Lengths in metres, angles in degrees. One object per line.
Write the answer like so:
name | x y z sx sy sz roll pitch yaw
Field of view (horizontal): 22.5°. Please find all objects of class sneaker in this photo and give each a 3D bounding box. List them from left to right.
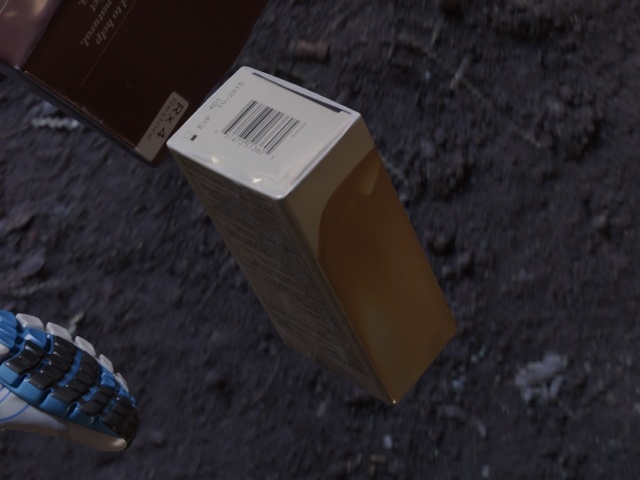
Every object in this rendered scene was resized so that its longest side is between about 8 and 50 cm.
sneaker | -0.190 0.076 0.848 0.191 0.071 0.083 24 108 -4

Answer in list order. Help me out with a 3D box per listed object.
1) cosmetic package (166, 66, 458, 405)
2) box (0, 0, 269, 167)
cosmetic package | 0.000 0.000 0.550 0.041 0.060 0.115 -47 139 -19
box | -0.158 -0.179 0.953 0.203 0.167 0.168 31 87 28
